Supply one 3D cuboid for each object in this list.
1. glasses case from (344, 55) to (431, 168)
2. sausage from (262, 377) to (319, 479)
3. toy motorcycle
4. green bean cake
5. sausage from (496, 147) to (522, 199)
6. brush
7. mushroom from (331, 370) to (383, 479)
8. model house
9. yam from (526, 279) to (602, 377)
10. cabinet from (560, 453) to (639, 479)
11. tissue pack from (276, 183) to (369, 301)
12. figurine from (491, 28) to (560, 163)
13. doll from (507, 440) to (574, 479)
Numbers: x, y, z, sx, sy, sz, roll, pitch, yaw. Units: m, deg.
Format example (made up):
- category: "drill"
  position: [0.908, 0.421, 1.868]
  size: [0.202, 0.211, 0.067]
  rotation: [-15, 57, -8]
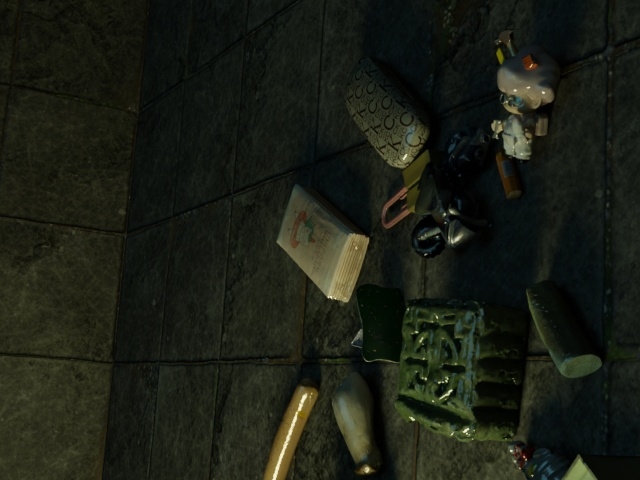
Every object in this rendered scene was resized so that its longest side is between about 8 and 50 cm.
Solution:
- category: "glasses case"
  position: [0.142, -0.286, 2.077]
  size: [0.137, 0.085, 0.354]
  rotation: [-63, 33, 26]
- category: "sausage"
  position: [-0.073, 0.462, 2.276]
  size: [0.066, 0.066, 0.301]
  rotation: [48, 122, 55]
- category: "toy motorcycle"
  position: [0.259, -0.090, 1.795]
  size: [0.159, 0.106, 0.270]
  rotation: [17, 86, 57]
- category: "green bean cake"
  position: [0.245, 0.229, 1.706]
  size: [0.241, 0.132, 0.255]
  rotation: [6, 87, 58]
- category: "sausage"
  position: [0.342, -0.126, 1.730]
  size: [0.031, 0.031, 0.107]
  rotation: [-46, 43, 46]
- category: "brush"
  position: [0.185, -0.093, 1.986]
  size: [0.233, 0.047, 0.103]
  rotation: [-40, 48, 52]
- category: "mushroom"
  position: [0.082, 0.386, 2.001]
  size: [0.116, 0.093, 0.225]
  rotation: [110, 144, -49]
- category: "model house"
  position: [0.110, 0.183, 1.975]
  size: [0.088, 0.117, 0.167]
  rotation: [-39, 52, 55]
- category: "yam"
  position: [0.385, 0.143, 1.534]
  size: [0.068, 0.068, 0.169]
  rotation: [-60, 35, 33]
- category: "cabinet"
  position: [0.419, 0.388, 1.257]
  size: [0.145, 0.206, 0.150]
  rotation: [-65, 32, 26]
- category: "tissue pack"
  position: [0.000, 0.000, 2.267]
  size: [0.325, 0.071, 0.170]
  rotation: [45, 119, 56]
- category: "figurine"
  position: [0.359, -0.252, 1.662]
  size: [0.137, 0.112, 0.229]
  rotation: [-141, 50, -66]
- category: "doll"
  position: [0.360, 0.367, 1.520]
  size: [0.180, 0.079, 0.094]
  rotation: [11, 120, 68]
